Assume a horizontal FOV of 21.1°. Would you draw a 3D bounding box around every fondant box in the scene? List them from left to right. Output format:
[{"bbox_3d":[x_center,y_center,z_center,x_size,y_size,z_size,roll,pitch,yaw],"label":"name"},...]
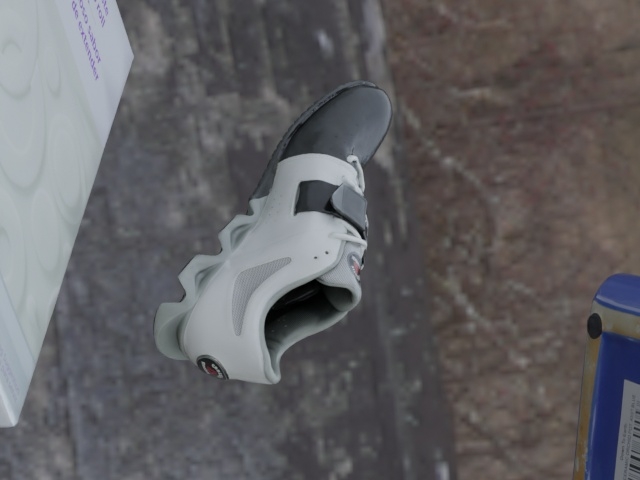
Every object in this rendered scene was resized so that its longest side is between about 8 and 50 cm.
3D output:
[{"bbox_3d":[-0.192,-0.100,0.840,0.330,0.096,0.238,-84,163,-53],"label":"fondant box"}]

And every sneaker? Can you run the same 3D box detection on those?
[{"bbox_3d":[0.000,0.000,1.587,0.330,0.146,0.122,-56,147,-19],"label":"sneaker"}]

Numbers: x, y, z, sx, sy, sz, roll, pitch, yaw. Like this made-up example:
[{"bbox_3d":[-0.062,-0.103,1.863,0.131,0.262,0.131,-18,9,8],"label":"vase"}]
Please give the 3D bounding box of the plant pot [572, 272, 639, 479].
[{"bbox_3d":[0.315,0.138,1.232,0.212,0.236,0.235,2,97,-28],"label":"plant pot"}]
